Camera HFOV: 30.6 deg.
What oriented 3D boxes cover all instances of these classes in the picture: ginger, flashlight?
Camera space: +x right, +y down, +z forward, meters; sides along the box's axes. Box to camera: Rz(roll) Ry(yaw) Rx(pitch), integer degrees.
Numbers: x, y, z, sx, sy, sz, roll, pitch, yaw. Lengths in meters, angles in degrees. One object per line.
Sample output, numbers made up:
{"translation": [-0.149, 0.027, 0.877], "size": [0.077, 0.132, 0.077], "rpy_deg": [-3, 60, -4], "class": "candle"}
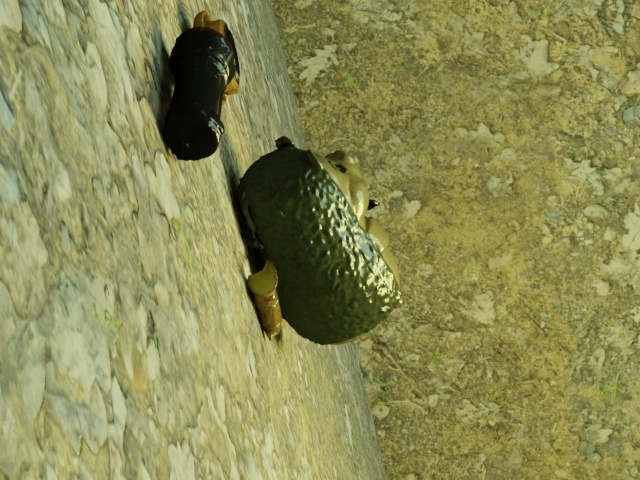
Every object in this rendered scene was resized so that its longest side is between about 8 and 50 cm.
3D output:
{"translation": [-0.082, 0.087, 1.757], "size": [0.057, 0.044, 0.137], "rpy_deg": [27, -37, 31], "class": "ginger"}
{"translation": [-0.153, -0.179, 1.453], "size": [0.232, 0.093, 0.093], "rpy_deg": [-90, 166, -54], "class": "flashlight"}

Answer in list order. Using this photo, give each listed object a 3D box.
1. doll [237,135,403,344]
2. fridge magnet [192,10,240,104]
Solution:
{"translation": [0.000, 0.000, 1.903], "size": [0.349, 0.247, 0.247], "rpy_deg": [58, 13, -28], "class": "doll"}
{"translation": [-0.158, -0.276, 1.764], "size": [0.143, 0.063, 0.143], "rpy_deg": [-10, 90, -86], "class": "fridge magnet"}
